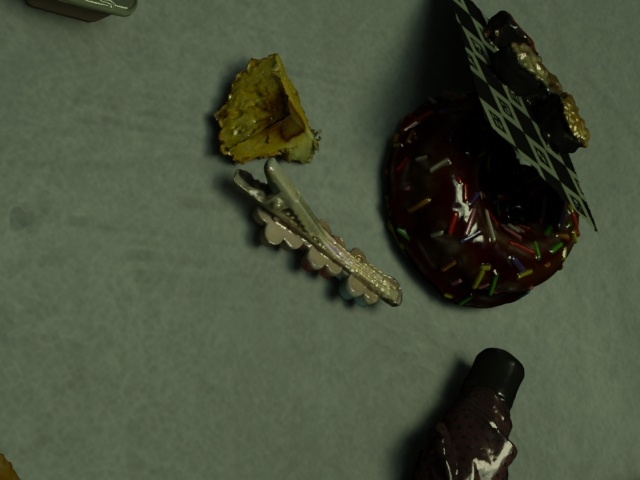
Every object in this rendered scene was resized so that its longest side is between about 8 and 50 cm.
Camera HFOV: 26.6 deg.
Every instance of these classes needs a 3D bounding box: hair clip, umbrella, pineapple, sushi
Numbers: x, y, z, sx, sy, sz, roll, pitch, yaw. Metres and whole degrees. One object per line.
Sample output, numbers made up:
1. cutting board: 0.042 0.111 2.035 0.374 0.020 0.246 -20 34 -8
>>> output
1. hair clip: -0.005 0.002 1.271 0.214 0.056 0.062 45 40 -31
2. umbrella: 0.123 0.242 1.289 0.094 0.090 0.326 32 60 -3
3. pineapple: -0.033 -0.108 1.261 0.114 0.077 0.114 37 63 -42
4. sushi: 0.218 -0.159 1.387 0.192 0.043 0.280 40 27 -32

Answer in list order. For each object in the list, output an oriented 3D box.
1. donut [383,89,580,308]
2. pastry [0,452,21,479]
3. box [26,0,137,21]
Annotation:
1. donut: 0.171 -0.045 1.386 0.216 0.096 0.230 -35 103 -38
2. pastry: -0.309 0.239 0.937 0.257 0.120 0.236 -43 111 -38
3. box: -0.206 -0.248 1.159 0.089 0.062 0.122 9 73 -36
